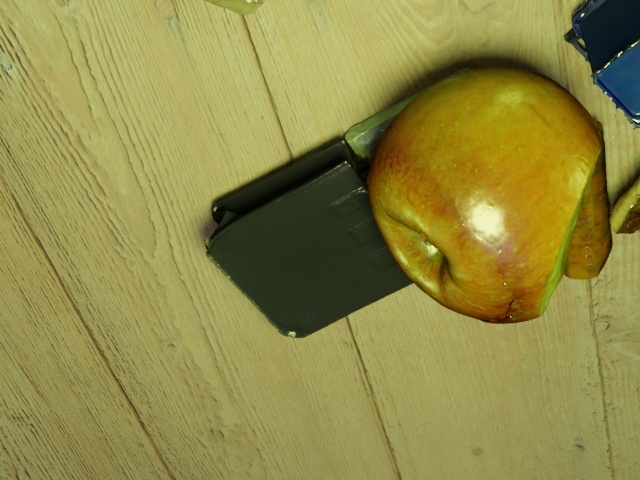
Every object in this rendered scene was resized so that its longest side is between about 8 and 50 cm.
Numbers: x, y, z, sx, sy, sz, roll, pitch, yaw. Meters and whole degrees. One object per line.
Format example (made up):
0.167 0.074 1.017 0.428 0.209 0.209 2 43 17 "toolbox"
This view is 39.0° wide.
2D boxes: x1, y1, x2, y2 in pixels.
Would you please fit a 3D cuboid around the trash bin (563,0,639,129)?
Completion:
0.471 -0.285 1.354 0.162 0.235 0.184 39 126 -16 "trash bin"

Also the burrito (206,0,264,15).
-0.179 -0.423 1.327 0.299 0.105 0.143 14 120 -10 "burrito"

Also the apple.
0.269 -0.075 1.411 0.374 0.374 0.384 -29 108 18 "apple"

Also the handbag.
0.000 0.000 1.623 0.329 0.122 0.303 -27 125 18 "handbag"

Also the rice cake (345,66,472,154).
0.152 -0.216 1.525 0.245 0.042 0.045 -27 128 18 "rice cake"

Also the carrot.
0.455 -0.068 1.600 0.114 0.114 0.302 -11 123 6 "carrot"

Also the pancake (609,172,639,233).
0.710 -0.137 1.564 0.304 0.067 0.427 21 125 -43 "pancake"
